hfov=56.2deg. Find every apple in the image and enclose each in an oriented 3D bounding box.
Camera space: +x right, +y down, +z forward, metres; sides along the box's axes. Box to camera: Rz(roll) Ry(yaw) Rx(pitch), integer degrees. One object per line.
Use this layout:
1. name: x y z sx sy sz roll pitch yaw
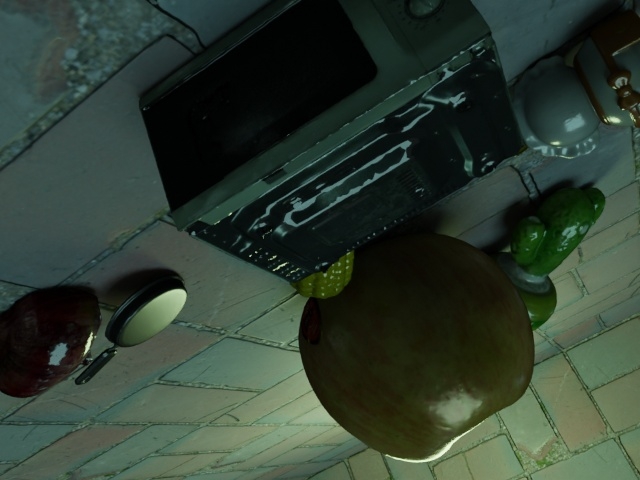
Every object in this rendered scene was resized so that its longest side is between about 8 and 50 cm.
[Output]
1. apple: 0.168 0.181 1.040 0.391 0.346 0.391 -24 153 -13

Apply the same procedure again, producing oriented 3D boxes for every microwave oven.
1. microwave oven: 0.021 -0.107 0.582 0.295 0.181 0.237 -31 151 14

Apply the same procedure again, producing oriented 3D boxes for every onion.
1. onion: -0.390 0.154 0.818 0.151 0.098 0.206 6 141 -47

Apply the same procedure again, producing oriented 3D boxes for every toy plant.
1. toy plant: 0.428 0.025 1.194 0.224 0.184 0.315 -8 133 -37

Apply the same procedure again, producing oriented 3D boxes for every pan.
1. pan: -0.281 0.141 0.883 0.235 0.028 0.136 -47 163 13

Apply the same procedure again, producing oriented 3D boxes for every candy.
1. candy: 0.000 0.000 0.848 0.094 0.106 0.199 -32 152 -23

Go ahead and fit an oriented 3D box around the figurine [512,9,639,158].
1. figurine: 0.342 -0.184 0.747 0.271 0.143 0.143 -30 152 10
